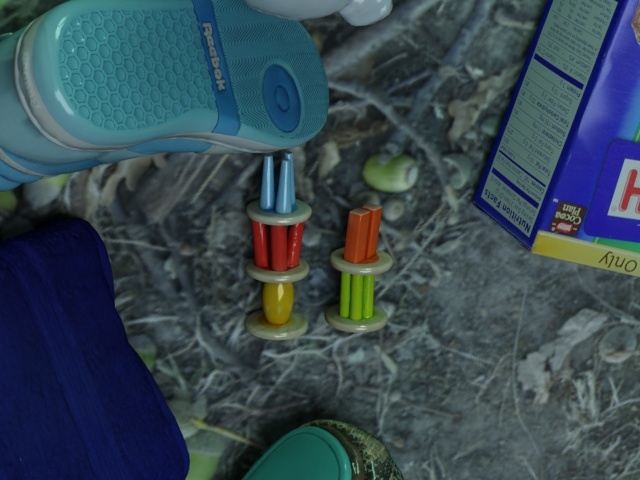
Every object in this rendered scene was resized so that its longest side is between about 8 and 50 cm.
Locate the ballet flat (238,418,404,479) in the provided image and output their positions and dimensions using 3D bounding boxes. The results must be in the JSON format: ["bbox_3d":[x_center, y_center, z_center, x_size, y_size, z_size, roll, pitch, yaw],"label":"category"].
[{"bbox_3d":[-0.108,0.352,1.511,0.483,0.164,0.182,-42,139,-1],"label":"ballet flat"}]

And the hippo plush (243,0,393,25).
[{"bbox_3d":[0.028,-0.266,1.227,0.234,0.294,0.236,6,120,1],"label":"hippo plush"}]

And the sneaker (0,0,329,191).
[{"bbox_3d":[-0.152,-0.106,1.316,0.319,0.208,0.127,-1,80,-53],"label":"sneaker"}]

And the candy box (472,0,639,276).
[{"bbox_3d":[0.308,-0.125,1.461,0.268,0.122,0.317,11,109,-24],"label":"candy box"}]

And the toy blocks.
[{"bbox_3d":[0.000,0.000,1.442,0.123,0.054,0.148,-5,113,-17],"label":"toy blocks"}]

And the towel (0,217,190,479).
[{"bbox_3d":[-0.213,0.114,1.265,0.076,0.308,0.228,-23,91,21],"label":"towel"}]
